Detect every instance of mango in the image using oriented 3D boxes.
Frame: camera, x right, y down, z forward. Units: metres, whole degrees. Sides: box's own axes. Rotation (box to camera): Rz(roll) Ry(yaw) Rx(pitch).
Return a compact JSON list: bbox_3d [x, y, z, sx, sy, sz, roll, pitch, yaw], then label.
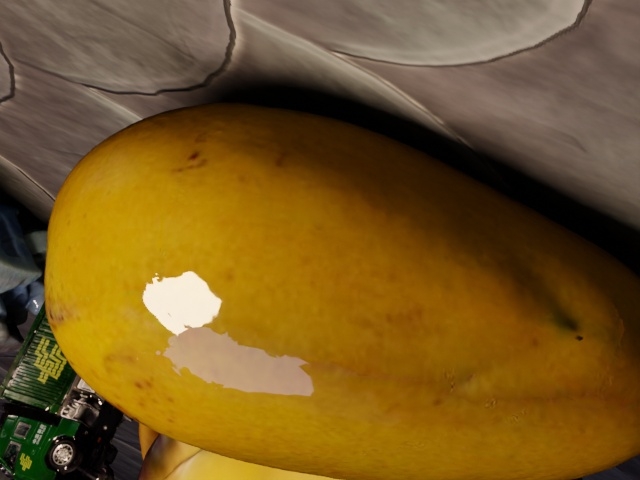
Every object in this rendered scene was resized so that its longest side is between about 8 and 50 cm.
[{"bbox_3d":[0.029,0.049,1.196,0.445,0.232,0.300,13,156,5],"label":"mango"}]

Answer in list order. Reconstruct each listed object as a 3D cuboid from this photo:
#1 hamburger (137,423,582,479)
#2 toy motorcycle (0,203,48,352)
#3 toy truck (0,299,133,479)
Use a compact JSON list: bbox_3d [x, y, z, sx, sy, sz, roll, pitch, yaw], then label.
[{"bbox_3d":[0.025,0.210,1.480,0.395,0.277,0.396,0,138,0],"label":"hamburger"},{"bbox_3d":[-0.382,0.055,1.699,0.182,0.241,0.319,39,-174,22],"label":"toy motorcycle"},{"bbox_3d":[-0.222,0.123,1.680,0.121,0.259,0.088,13,159,32],"label":"toy truck"}]
